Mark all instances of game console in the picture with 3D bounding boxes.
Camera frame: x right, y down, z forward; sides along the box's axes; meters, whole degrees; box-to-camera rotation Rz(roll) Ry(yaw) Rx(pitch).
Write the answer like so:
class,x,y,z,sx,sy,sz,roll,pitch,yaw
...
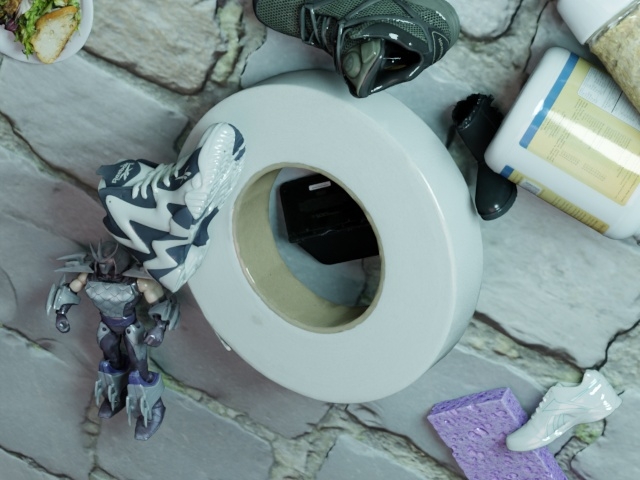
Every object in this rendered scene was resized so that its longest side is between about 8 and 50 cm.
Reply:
class,x,y,z,sx,sy,sz,roll,pitch,yaw
game console,0.026,-0.029,1.810,0.122,0.071,0.107,-13,88,33

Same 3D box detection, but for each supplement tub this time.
class,x,y,z,sx,sy,sz,roll,pitch,yaw
supplement tub,0.283,-0.090,1.543,0.199,0.144,0.144,31,132,2

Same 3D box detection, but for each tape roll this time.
class,x,y,z,sx,sy,sz,roll,pitch,yaw
tape roll,0.000,0.000,1.738,0.392,0.072,0.392,16,119,30

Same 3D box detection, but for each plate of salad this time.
class,x,y,z,sx,sy,sz,roll,pitch,yaw
plate of salad,-0.358,-0.289,1.780,0.200,0.048,0.200,14,130,17

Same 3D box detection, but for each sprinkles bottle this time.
class,x,y,z,sx,sy,sz,roll,pitch,yaw
sprinkles bottle,0.371,-0.117,1.428,0.355,0.121,0.121,54,132,5

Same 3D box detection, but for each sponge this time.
class,x,y,z,sx,sy,sz,roll,pitch,yaw
sponge,0.235,0.281,1.927,0.117,0.031,0.210,-18,115,36

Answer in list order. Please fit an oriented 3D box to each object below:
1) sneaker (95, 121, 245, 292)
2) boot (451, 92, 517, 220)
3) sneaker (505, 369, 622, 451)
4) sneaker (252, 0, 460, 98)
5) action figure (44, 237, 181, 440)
class,x,y,z,sx,sy,sz,roll,pitch,yaw
sneaker,-0.184,-0.066,1.731,0.153,0.094,0.235,33,136,9
boot,0.173,-0.092,1.618,0.045,0.121,0.099,-16,122,32
sneaker,0.283,0.203,1.827,0.152,0.054,0.061,-31,93,21
sneaker,0.019,-0.220,1.590,0.227,0.130,0.087,18,129,17
action figure,-0.263,0.118,2.012,0.185,0.099,0.285,12,126,25
